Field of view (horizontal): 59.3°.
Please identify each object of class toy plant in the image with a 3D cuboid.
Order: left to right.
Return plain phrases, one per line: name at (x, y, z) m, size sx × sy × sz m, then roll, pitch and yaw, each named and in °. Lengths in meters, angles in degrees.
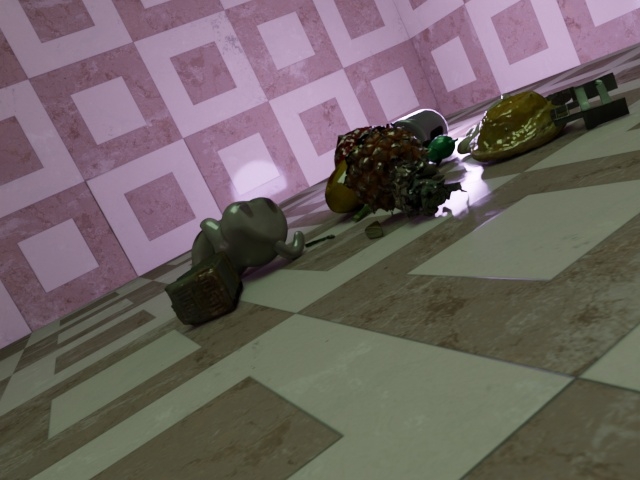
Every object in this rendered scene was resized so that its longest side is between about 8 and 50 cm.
toy plant at (0.422, -0.331, 2.083) m, size 0.143 × 0.105 × 0.200 m, roll -32°, pitch 2°, yaw -36°

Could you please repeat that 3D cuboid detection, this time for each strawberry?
strawberry at (0.225, -0.326, 2.271) m, size 0.344 × 0.292 × 0.292 m, roll -7°, pitch 13°, yaw 11°

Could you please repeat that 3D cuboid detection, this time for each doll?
doll at (-0.253, -0.001, 1.727) m, size 0.370 × 0.226 × 0.215 m, roll -19°, pitch 12°, yaw 38°
doll at (0.595, -0.382, 1.966) m, size 0.149 × 0.175 × 0.278 m, roll 10°, pitch -13°, yaw -20°

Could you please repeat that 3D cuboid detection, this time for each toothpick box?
toothpick box at (0.427, -0.468, 2.484) m, size 0.229 × 0.229 × 0.316 m, roll -18°, pitch 12°, yaw 40°

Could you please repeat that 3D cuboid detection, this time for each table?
table at (0.708, -0.362, 1.501) m, size 0.175 × 0.062 × 0.146 m, roll -19°, pitch 34°, yaw 27°

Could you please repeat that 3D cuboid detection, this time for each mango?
mango at (0.137, -0.209, 1.937) m, size 0.253 × 0.182 × 0.365 m, roll -49°, pitch 2°, yaw 40°

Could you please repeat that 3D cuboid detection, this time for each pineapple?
pineapple at (0.225, -0.143, 1.433) m, size 0.262 × 0.262 × 0.271 m, roll -27°, pitch 33°, yaw -9°

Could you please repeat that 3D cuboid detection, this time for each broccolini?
broccolini at (0.178, -0.116, 1.815) m, size 0.216 × 0.058 × 0.067 m, roll -44°, pitch -18°, yaw -40°

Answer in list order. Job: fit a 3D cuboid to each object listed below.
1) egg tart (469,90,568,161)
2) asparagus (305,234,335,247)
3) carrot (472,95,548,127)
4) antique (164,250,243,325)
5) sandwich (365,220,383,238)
egg tart at (0.573, -0.350, 1.670) m, size 0.319 × 0.128 × 0.319 m, roll -27°, pitch 16°, yaw 9°
asparagus at (0.000, 0.000, 1.707) m, size 0.114 × 0.014 × 0.015 m, roll -21°, pitch 44°, yaw 31°
carrot at (0.751, -0.477, 2.149) m, size 0.359 × 0.074 × 0.074 m, roll -24°, pitch 10°, yaw 6°
antique at (-0.287, 0.114, 1.504) m, size 0.150 × 0.125 × 0.284 m, roll -24°, pitch 9°, yaw 8°
sandwich at (0.136, -0.025, 1.429) m, size 0.044 × 0.031 × 0.083 m, roll -23°, pitch 10°, yaw 7°
